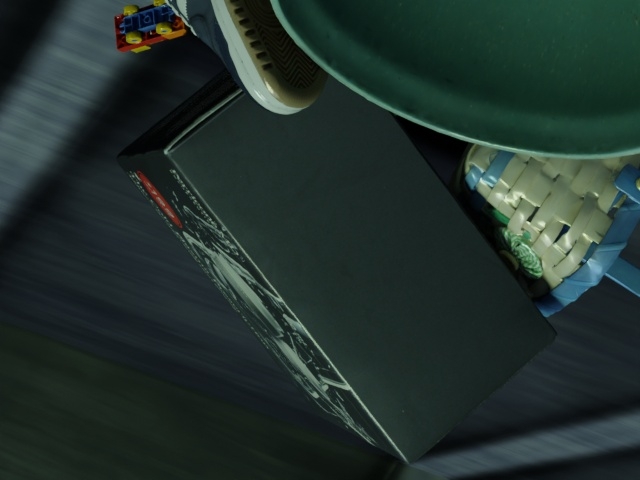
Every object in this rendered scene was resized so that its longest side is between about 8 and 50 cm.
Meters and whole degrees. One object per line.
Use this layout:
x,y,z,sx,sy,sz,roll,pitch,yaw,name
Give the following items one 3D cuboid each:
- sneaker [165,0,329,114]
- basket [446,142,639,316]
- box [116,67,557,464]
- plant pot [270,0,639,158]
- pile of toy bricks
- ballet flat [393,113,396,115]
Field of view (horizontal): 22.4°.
-0.102,-0.197,1.190,0.153,0.282,0.099,-32,165,38,sneaker
0.259,-0.017,1.445,0.289,0.201,0.255,27,166,2,basket
0.000,0.000,1.479,0.343,0.179,0.312,52,169,-10,box
0.135,-0.208,1.063,0.293,0.196,0.293,18,161,6,plant pot
-0.069,-0.220,1.388,0.212,0.118,0.105,-12,167,26,pile of toy bricks
0.073,-0.137,1.553,0.041,0.041,0.114,24,161,-12,ballet flat
